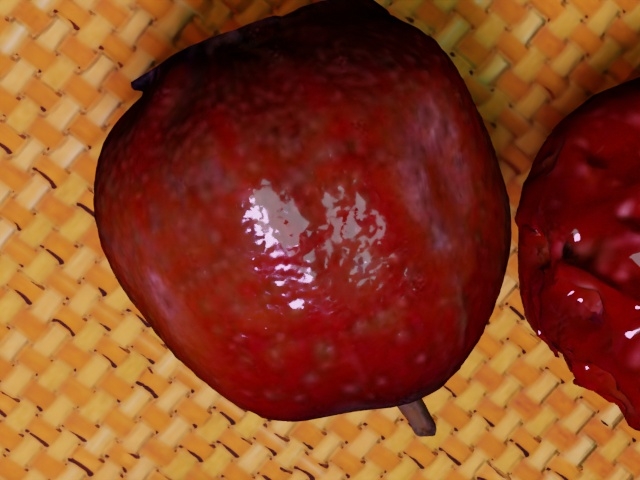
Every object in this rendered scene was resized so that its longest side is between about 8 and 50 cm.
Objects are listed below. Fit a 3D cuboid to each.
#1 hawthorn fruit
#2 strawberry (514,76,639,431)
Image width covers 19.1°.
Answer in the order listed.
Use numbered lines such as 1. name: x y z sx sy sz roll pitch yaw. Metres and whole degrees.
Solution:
1. hawthorn fruit: 0.000 0.000 0.991 0.215 0.215 0.250 -24 111 0
2. strawberry: 0.272 0.033 1.008 0.345 0.295 0.318 10 76 7
